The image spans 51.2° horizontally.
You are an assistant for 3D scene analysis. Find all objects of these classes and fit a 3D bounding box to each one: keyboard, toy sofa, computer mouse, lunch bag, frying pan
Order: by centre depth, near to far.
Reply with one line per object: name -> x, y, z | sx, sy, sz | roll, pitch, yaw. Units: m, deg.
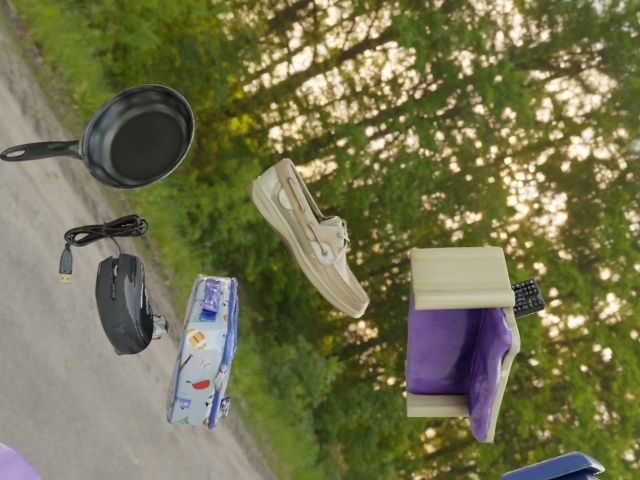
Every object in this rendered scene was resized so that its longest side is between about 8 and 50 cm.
frying pan -> -0.356, -0.138, 1.109 | 0.197, 0.326, 0.053 | 62, 1, 24
toy sofa -> 0.221, 0.188, 1.119 | 0.362, 0.150, 0.177 | 85, 6, -48
computer mouse -> -0.408, 0.084, 1.236 | 0.060, 0.184, 0.261 | 25, 60, -78
lunch bag -> -0.223, 0.207, 1.310 | 0.303, 0.115, 0.243 | -106, -151, -67
keyboard -> 0.381, 0.127, 1.445 | 0.023, 0.180, 0.108 | 58, 16, -53

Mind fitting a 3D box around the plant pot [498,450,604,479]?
plant pot -> 0.499, 0.563, 1.366 | 0.236, 0.236, 0.212 | 34, 36, -54

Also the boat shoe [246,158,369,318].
boat shoe -> 0.000, 0.000, 1.291 | 0.341, 0.110, 0.121 | 52, 11, -10

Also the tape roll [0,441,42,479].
tape roll -> -0.530, 0.426, 0.963 | 0.090, 0.275, 0.274 | -26, 95, -81

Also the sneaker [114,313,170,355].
sneaker -> -0.396, 0.197, 1.487 | 0.229, 0.132, 0.086 | -168, -102, -66
